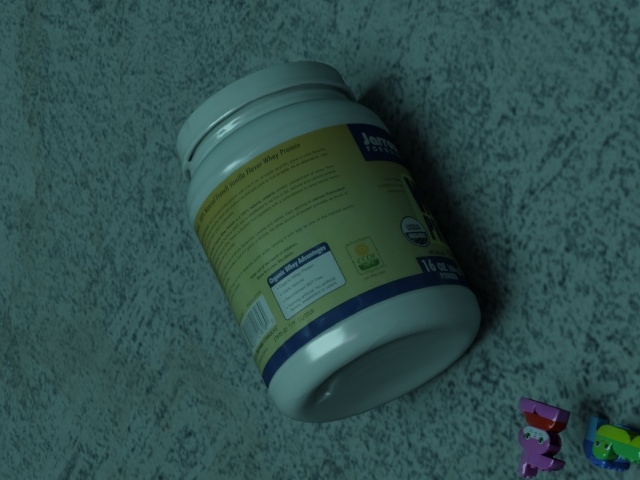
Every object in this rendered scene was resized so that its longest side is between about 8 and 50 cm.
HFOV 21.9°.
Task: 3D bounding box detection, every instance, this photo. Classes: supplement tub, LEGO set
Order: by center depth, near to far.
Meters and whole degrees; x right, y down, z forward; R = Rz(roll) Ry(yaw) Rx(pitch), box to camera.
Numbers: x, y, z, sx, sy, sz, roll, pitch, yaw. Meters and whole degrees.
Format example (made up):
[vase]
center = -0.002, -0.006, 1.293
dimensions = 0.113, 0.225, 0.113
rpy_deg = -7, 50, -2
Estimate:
[LEGO set]
center = 0.279, 0.219, 1.486
dimensions = 0.227, 0.087, 0.093
rpy_deg = 15, 89, 46
[supplement tub]
center = 0.000, 0.000, 1.673
dimensions = 0.228, 0.228, 0.316
rpy_deg = -46, 61, 40
